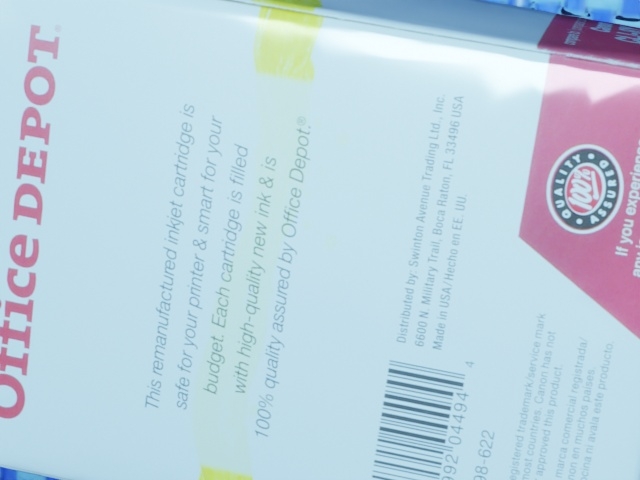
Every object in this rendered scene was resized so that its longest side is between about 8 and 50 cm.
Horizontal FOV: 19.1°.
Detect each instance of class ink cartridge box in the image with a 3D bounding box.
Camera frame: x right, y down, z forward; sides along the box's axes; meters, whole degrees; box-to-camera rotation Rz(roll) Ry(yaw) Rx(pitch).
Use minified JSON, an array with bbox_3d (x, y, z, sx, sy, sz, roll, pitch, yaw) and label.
[{"bbox_3d":[0.000,0.000,1.036,0.384,0.160,0.279,11,107,8],"label":"ink cartridge box"}]
